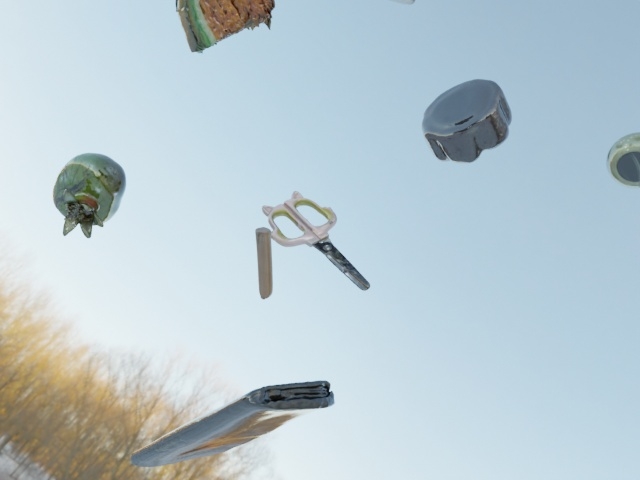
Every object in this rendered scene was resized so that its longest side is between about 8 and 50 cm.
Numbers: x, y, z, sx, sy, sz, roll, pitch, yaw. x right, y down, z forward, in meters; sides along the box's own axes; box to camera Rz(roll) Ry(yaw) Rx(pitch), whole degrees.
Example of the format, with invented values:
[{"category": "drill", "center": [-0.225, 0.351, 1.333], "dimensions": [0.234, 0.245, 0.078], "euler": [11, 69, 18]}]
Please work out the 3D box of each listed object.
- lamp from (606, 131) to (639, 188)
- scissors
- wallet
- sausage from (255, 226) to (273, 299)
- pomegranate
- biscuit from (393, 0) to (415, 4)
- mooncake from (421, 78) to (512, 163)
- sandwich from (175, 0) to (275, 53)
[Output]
[{"category": "lamp", "center": [0.537, -0.145, 0.930], "dimensions": [0.091, 0.163, 0.090], "euler": [18, -58, 31]}, {"category": "scissors", "center": [0.000, 0.000, 1.161], "dimensions": [0.317, 0.160, 0.024], "euler": [44, -32, 34]}, {"category": "wallet", "center": [-0.063, 0.132, 0.390], "dimensions": [0.082, 0.018, 0.157], "euler": [8, -34, -43]}, {"category": "sausage", "center": [-0.088, 0.037, 0.874], "dimensions": [0.026, 0.026, 0.116], "euler": [12, -68, 34]}, {"category": "pomegranate", "center": [-0.466, -0.086, 1.105], "dimensions": [0.131, 0.191, 0.152], "euler": [22, -56, -21]}, {"category": "biscuit", "center": [0.063, -0.638, 1.250], "dimensions": [0.369, 0.076, 0.394], "euler": [23, 8, -2]}, {"category": "mooncake", "center": [0.393, -0.318, 1.497], "dimensions": [0.245, 0.244, 0.133], "euler": [-3, -45, 46]}, {"category": "sandwich", "center": [-0.165, -0.422, 0.899], "dimensions": [0.079, 0.159, 0.234], "euler": [2, -77, 62]}]
